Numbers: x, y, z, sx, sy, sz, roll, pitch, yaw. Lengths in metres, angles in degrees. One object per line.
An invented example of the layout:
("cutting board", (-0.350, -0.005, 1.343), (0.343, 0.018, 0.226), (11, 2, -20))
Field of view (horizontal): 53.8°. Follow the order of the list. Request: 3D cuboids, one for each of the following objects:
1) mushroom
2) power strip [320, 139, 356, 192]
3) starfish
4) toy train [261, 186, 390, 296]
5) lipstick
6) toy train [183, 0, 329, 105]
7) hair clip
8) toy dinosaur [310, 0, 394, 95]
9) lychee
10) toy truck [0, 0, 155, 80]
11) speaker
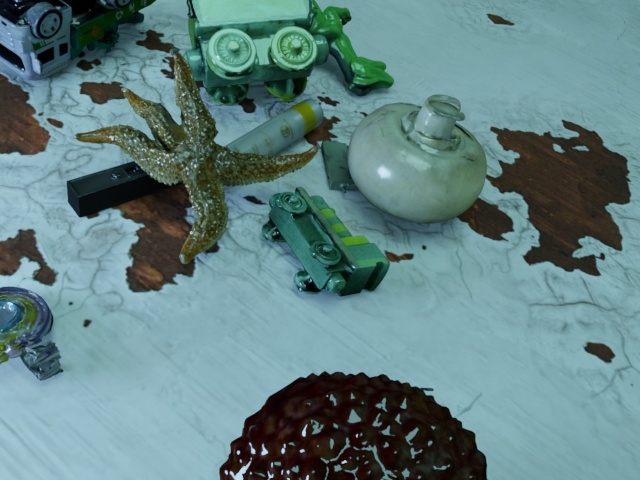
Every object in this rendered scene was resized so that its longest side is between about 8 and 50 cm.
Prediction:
("mushroom", (0.172, -0.148, 1.064), (0.245, 0.202, 0.246), (17, 37, -13))
("power strip", (0.032, -0.130, 1.127), (0.050, 0.019, 0.136), (4, 46, -16))
("starfish", (-0.195, -0.158, 0.957), (0.293, 0.084, 0.301), (43, 67, 6))
("toy train", (0.000, -0.001, 0.956), (0.132, 0.083, 0.200), (-5, 48, -36))
("lipstick", (-0.091, -0.178, 1.106), (0.059, 0.059, 0.264), (35, 47, 17))
("toy train", (-0.123, -0.365, 1.164), (0.271, 0.159, 0.189), (-10, 80, -14))
("hair clip", (-0.378, 0.106, 0.757), (0.172, 0.049, 0.116), (30, 32, 23))
("toy dinosaur", (-0.117, -0.443, 1.291), (0.499, 0.144, 0.375), (-9, 65, -32))
("lychee", (0.034, 0.249, 0.597), (0.264, 0.264, 0.300), (33, 42, 14))
("toy truck", (-0.444, -0.431, 1.153), (0.176, 0.178, 0.363), (34, 47, 9))
("speaker", (-0.289, -0.093, 0.970), (0.191, 0.046, 0.040), (-24, 59, -34))
